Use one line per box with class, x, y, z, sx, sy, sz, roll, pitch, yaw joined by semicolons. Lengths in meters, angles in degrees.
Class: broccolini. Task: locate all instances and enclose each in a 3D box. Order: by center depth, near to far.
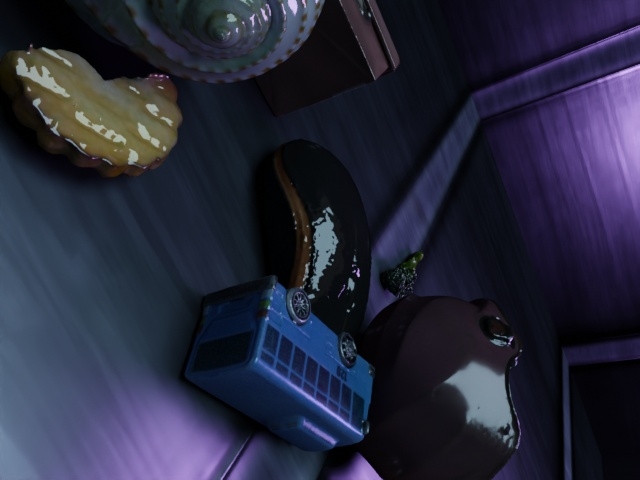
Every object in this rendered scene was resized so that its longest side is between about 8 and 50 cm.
broccolini;0.189;0.053;1.101;0.216;0.067;0.058;-34;144;-59

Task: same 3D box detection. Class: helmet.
helmet;0.142;0.202;0.786;0.197;0.271;0.338;26;48;-14

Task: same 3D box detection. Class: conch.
conch;-0.158;-0.294;0.537;0.302;0.215;0.319;13;24;-35

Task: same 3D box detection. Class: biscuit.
biscuit;-0.216;-0.116;0.511;0.183;0.061;0.118;0;78;-57

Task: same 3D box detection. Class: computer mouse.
computer mouse;0.004;-0.002;0.769;0.183;0.116;0.324;10;68;-53

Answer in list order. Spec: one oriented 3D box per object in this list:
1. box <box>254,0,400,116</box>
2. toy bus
box;-0.025;-0.312;0.771;0.086;0.215;0.215;-53;123;-42
toy bus;-0.037;0.158;0.624;0.234;0.116;0.134;47;37;-36
